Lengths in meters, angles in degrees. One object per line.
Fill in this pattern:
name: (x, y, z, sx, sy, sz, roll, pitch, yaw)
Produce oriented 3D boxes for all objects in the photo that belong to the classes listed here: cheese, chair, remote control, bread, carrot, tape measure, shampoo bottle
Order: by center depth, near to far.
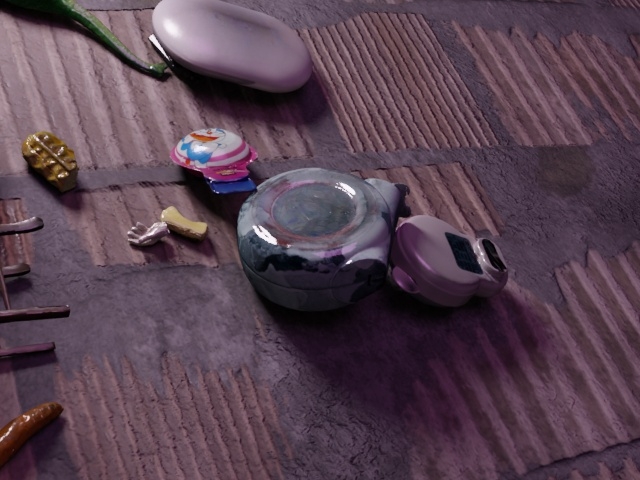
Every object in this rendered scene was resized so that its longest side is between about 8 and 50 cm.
carrot: (-0.420, 0.272, 1.312, 0.047, 0.047, 0.191, 38, 42, 8)
chair: (-0.525, 0.092, 1.333, 0.319, 0.160, 0.186, -9, 63, -31)
bread: (-0.443, -0.136, 1.620, 0.110, 0.060, 0.066, 40, 77, 11)
tape measure: (0.000, 0.000, 1.622, 0.274, 0.147, 0.256, 6, 41, 9)
cheese: (-0.228, -0.028, 1.648, 0.083, 0.030, 0.044, 20, 53, -1)
cheese: (-0.177, -0.138, 1.696, 0.155, 0.062, 0.244, -7, 30, -17)
shampoo bottle: (-0.279, -0.348, 1.887, 0.137, 0.027, 0.048, 47, 41, 16)
remote control: (-0.167, -0.383, 1.904, 0.332, 0.103, 0.221, 12, 41, -26)

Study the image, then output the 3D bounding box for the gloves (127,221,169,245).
gloves: (-0.276, -0.012, 1.606, 0.080, 0.037, 0.044, -5, 18, -10)

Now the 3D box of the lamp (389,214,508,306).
lamp: (0.218, 0.047, 1.741, 0.246, 0.108, 0.180, 9, 47, -26)

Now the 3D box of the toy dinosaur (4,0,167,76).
toy dinosaur: (-0.526, -0.424, 1.820, 0.447, 0.087, 0.301, -7, 74, -23)
